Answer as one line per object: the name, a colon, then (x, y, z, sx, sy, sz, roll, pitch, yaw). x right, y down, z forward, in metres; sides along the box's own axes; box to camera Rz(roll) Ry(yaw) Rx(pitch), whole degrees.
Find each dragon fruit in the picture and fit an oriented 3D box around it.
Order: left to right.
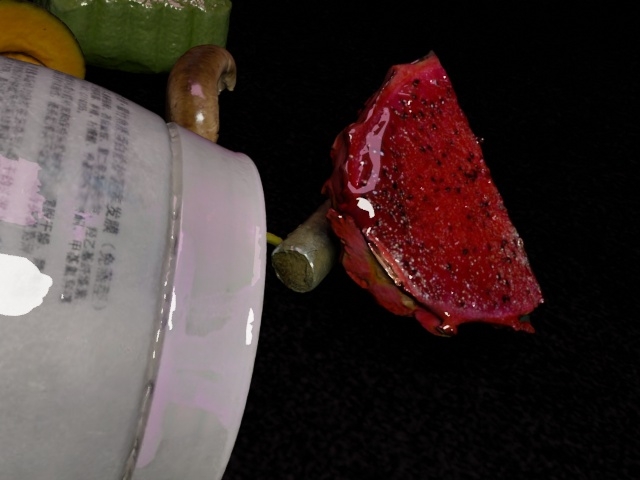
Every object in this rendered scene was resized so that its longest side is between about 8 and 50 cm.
dragon fruit: (0.090, -0.017, 0.733, 0.163, 0.262, 0.189, -26, -3, 1)

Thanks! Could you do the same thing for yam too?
yam: (0.000, 0.000, 0.768, 0.054, 0.054, 0.132, 23, 35, 14)

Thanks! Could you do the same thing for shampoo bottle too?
shampoo bottle: (-0.178, 0.037, 0.464, 0.266, 0.273, 0.273, 13, 33, -20)

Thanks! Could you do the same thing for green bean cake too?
green bean cake: (-0.257, -0.310, 1.060, 0.248, 0.125, 0.222, -5, 39, -24)

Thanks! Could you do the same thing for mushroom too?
mushroom: (-0.142, -0.178, 0.947, 0.072, 0.094, 0.210, 13, 38, -6)

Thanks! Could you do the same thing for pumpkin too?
pumpkin: (-0.398, -0.229, 0.883, 0.254, 0.149, 0.130, -19, 54, -37)

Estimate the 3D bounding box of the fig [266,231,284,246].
fig: (-0.100, 0.009, 0.723, 0.093, 0.093, 0.166, 25, 8, 17)
